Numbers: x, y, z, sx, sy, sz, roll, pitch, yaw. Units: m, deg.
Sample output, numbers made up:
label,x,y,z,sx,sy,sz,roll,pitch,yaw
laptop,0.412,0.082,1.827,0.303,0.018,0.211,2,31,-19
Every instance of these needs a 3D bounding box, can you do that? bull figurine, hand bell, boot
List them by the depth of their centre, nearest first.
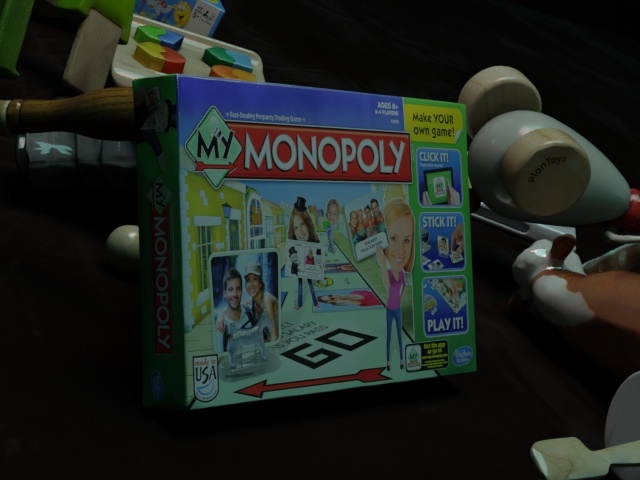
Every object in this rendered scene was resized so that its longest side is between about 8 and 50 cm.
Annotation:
label,x,y,z,sx,sy,sz,roll,pitch,yaw
hand bell,-0.211,-0.088,1.076,0.242,0.126,0.126,0,13,14
boot,-0.142,-0.062,1.193,0.222,0.118,0.338,-1,7,0
bull figurine,0.293,0.077,1.281,0.188,0.101,0.310,16,9,-21

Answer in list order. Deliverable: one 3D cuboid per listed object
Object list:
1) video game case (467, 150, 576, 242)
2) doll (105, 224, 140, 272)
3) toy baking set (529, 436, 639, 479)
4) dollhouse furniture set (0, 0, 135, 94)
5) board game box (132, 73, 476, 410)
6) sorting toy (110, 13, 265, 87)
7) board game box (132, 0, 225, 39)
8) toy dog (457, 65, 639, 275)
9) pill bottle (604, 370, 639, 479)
label,x,y,z,sx,sy,sz,roll,pitch,yaw
video game case,0.202,-0.060,1.754,0.206,0.026,0.227,21,17,2
doll,-0.081,0.015,1.179,0.189,0.046,0.129,10,16,-29
toy baking set,0.263,0.184,0.943,0.256,0.030,0.197,41,38,12
dollhouse furniture set,-0.382,-0.236,1.577,0.301,0.151,0.197,10,-10,29
board game box,0.000,0.000,1.050,0.046,0.213,0.317,-2,0,41
sorting toy,-0.151,-0.208,1.747,0.193,0.038,0.208,16,25,-13
board game box,-0.292,-0.363,1.943,0.302,0.086,0.308,24,15,-19
toy dog,0.243,-0.019,1.501,0.333,0.161,0.220,42,16,-13
pill bottle,0.311,0.152,1.093,0.186,0.112,0.112,13,19,-22
